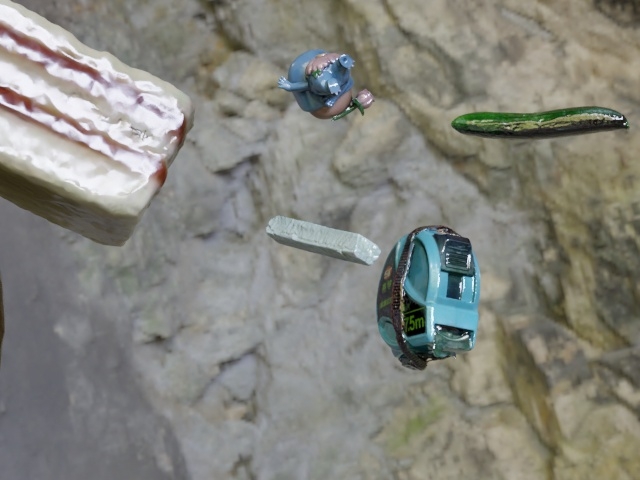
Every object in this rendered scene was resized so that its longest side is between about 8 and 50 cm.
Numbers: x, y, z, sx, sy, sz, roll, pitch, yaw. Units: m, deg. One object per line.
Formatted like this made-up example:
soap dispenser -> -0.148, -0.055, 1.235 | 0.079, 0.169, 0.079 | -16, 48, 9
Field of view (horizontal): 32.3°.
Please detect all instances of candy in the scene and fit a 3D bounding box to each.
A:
candy -> -0.279, -0.119, 0.973 | 0.135, 0.320, 0.179 | -65, -167, -14

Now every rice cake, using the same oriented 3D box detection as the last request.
rice cake -> 0.000, 0.000, 1.184 | 0.033, 0.029, 0.170 | 40, -15, -36

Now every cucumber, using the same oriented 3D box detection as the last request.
cucumber -> 0.229, -0.121, 1.162 | 0.036, 0.184, 0.033 | 65, 27, -59

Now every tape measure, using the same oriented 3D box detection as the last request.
tape measure -> 0.105, 0.057, 1.107 | 0.125, 0.080, 0.146 | 152, -53, -65

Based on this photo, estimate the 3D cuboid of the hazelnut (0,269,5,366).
hazelnut -> -0.599, 0.114, 1.372 | 0.402, 0.402, 0.429 | -103, -163, -62

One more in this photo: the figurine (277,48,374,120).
figurine -> 0.017, -0.247, 1.805 | 0.144, 0.114, 0.178 | 45, -10, -13
